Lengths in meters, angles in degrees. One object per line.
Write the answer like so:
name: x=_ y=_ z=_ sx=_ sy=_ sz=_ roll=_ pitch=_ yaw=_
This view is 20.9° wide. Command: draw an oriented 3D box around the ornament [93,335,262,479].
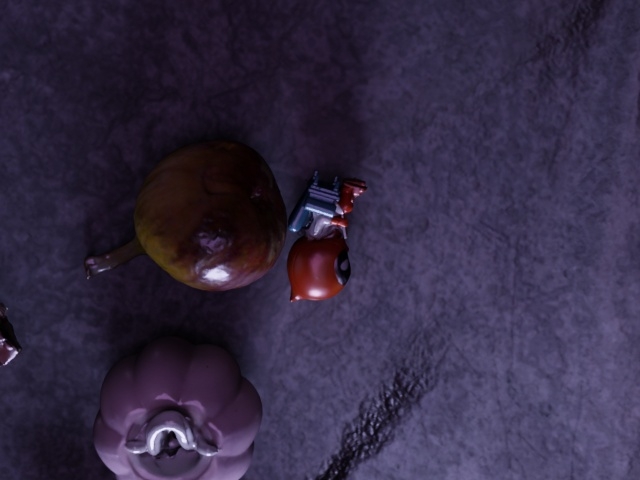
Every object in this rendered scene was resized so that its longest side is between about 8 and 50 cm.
ornament: x=-0.149 y=0.191 z=1.792 sx=0.177 sy=0.177 sz=0.177 roll=0 pitch=106 yaw=1

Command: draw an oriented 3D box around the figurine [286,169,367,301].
figurine: x=0.000 y=0.000 z=1.782 sx=0.075 sy=0.068 sz=0.140 roll=11 pitch=104 yaw=-5

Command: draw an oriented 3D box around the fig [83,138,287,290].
fig: x=-0.149 y=-0.022 z=1.748 sx=0.231 sy=0.160 sz=0.143 roll=1 pitch=144 yaw=17

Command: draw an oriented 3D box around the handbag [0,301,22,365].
handbag: x=-0.448 y=0.074 z=1.781 sx=0.235 sy=0.127 sz=0.213 roll=-24 pitch=87 yaw=-1
